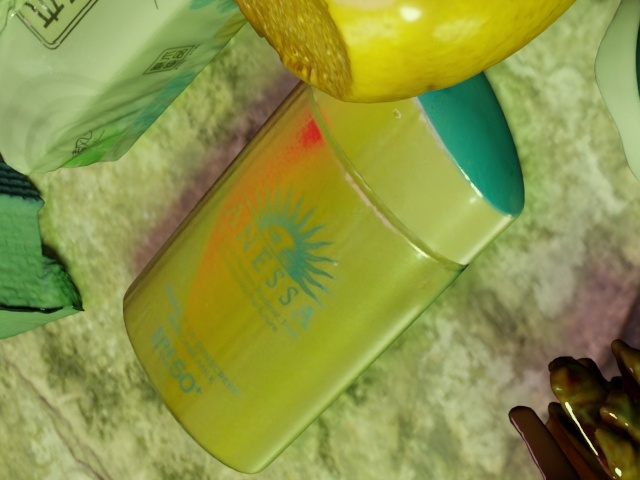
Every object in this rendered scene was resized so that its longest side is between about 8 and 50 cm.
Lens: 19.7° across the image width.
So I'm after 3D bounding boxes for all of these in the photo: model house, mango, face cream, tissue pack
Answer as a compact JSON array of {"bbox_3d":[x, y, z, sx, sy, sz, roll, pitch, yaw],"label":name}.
[{"bbox_3d":[-0.244,-0.009,1.196,0.148,0.119,0.148,-17,78,43],"label":"model house"},{"bbox_3d":[0.026,-0.166,0.783,0.201,0.350,0.199,36,107,-19],"label":"mango"},{"bbox_3d":[0.000,0.000,1.008,0.139,0.067,0.285,54,127,15],"label":"face cream"},{"bbox_3d":[-0.136,-0.161,1.039,0.229,0.145,0.159,-41,72,38],"label":"tissue pack"}]

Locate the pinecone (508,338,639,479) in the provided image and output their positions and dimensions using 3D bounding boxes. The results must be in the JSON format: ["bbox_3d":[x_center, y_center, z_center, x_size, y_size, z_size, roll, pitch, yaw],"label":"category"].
[{"bbox_3d":[0.165,0.145,0.814,0.229,0.201,0.202,127,159,-61],"label":"pinecone"}]

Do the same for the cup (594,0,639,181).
[{"bbox_3d":[0.210,-0.075,0.755,0.173,0.167,0.299,-6,111,52],"label":"cup"}]
